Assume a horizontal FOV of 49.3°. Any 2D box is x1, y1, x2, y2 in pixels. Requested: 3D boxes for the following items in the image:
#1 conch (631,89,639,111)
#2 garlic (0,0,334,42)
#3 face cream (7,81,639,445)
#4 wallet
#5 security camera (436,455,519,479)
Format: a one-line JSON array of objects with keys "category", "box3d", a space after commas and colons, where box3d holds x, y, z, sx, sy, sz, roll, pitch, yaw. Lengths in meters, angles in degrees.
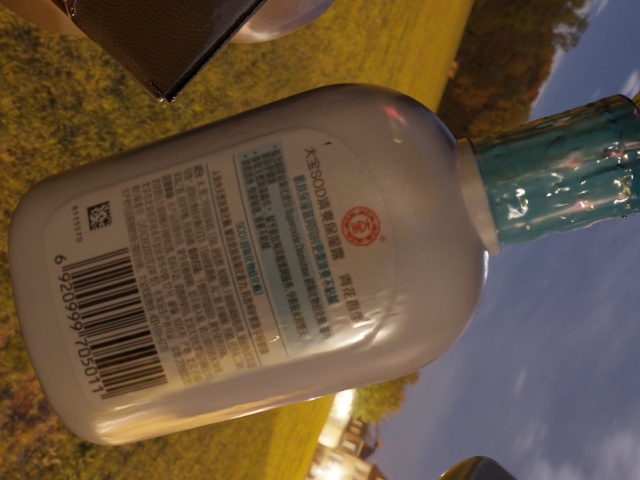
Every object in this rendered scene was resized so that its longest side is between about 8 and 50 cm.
[{"category": "conch", "box3d": [0.261, -0.097, 0.441, 0.202, 0.134, 0.196, 75, 35, -51]}, {"category": "garlic", "box3d": [-0.083, -0.232, 0.421, 0.340, 0.231, 0.246, -74, -178, -78]}, {"category": "face cream", "box3d": [0.000, 0.000, 0.378, 0.080, 0.336, 0.163, -4, 77, -79]}, {"category": "wallet", "box3d": [-0.037, -0.163, 0.340, 0.198, 0.031, 0.110, -46, 159, 0]}, {"category": "security camera", "box3d": [0.125, 0.297, 0.584, 0.080, 0.157, 0.301, -48, 167, 26]}]
